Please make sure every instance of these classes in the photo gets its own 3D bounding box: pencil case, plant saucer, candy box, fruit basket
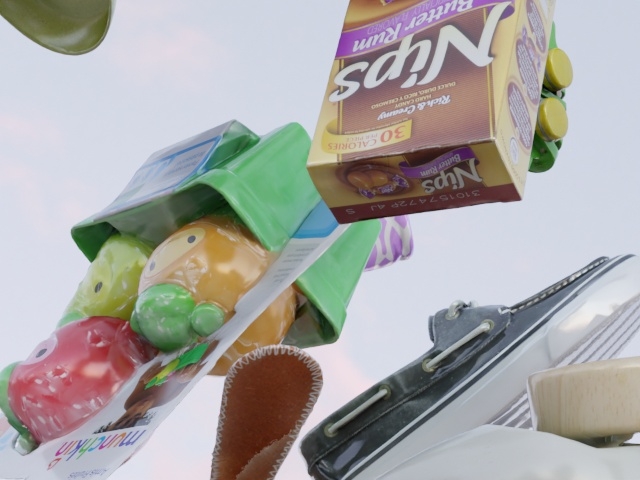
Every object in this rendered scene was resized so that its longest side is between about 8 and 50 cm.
[{"bbox_3d":[0.000,0.000,1.914,0.206,0.086,0.088,-16,-34,-14],"label":"pencil case"},{"bbox_3d":[-0.264,-0.282,1.678,0.241,0.037,0.241,33,-35,27],"label":"plant saucer"},{"bbox_3d":[0.066,-0.098,1.010,0.109,0.187,0.053,-7,-43,24],"label":"candy box"},{"bbox_3d":[-0.136,0.063,1.325,0.165,0.353,0.327,56,-32,-12],"label":"fruit basket"}]

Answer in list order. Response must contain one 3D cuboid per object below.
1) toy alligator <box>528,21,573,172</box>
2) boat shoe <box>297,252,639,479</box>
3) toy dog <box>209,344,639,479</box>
[{"bbox_3d":[0.147,-0.110,1.244,0.056,0.190,0.051,-14,-36,38],"label":"toy alligator"},{"bbox_3d":[0.124,0.102,1.484,0.119,0.335,0.121,51,-5,26],"label":"boat shoe"},{"bbox_3d":[0.034,0.147,0.869,0.333,0.220,0.161,-28,-15,6],"label":"toy dog"}]
